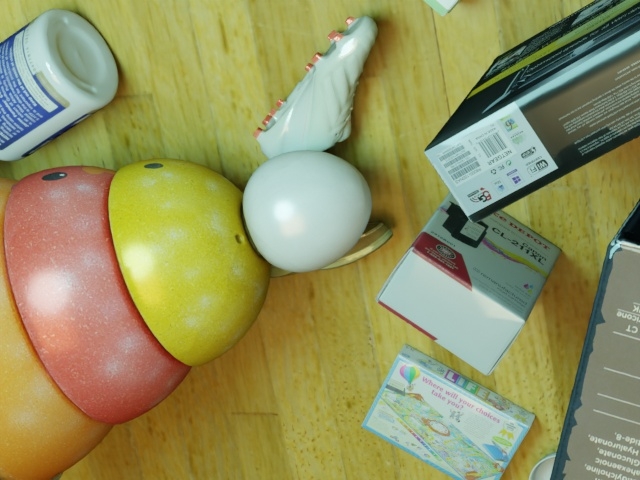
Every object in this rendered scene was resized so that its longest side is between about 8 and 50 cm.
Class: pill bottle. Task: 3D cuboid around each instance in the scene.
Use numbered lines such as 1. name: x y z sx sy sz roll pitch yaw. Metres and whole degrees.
1. pill bottle: -0.307 -0.145 1.831 0.187 0.112 0.112 -29 102 29

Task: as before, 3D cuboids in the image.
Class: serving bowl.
1. serving bowl: 0.257 0.249 1.852 0.083 0.027 0.083 8 116 17

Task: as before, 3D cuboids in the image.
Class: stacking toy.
1. stacking toy: -0.170 0.030 1.782 0.480 0.350 0.350 -21 106 14

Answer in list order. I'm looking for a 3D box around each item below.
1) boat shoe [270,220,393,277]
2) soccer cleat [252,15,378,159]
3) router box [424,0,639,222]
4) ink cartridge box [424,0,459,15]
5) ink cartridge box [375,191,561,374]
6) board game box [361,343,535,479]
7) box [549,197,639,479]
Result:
1. boat shoe: 0.000 -0.001 1.817 0.153 0.056 0.048 -11 109 35
2. soccer cleat: 0.010 -0.139 1.742 0.076 0.068 0.196 37 129 -5
3. router box: 0.260 -0.155 1.529 0.309 0.243 0.081 -29 102 31
4. ink cartridge box: 0.122 -0.340 1.604 0.171 0.056 0.235 41 119 -2
5. ink cartridge box: 0.143 0.032 1.706 0.127 0.175 0.072 33 119 3
6. board game box: 0.131 0.187 1.871 0.154 0.026 0.103 29 121 6
7. box: 0.334 0.170 1.594 0.212 0.293 0.395 15 108 14
